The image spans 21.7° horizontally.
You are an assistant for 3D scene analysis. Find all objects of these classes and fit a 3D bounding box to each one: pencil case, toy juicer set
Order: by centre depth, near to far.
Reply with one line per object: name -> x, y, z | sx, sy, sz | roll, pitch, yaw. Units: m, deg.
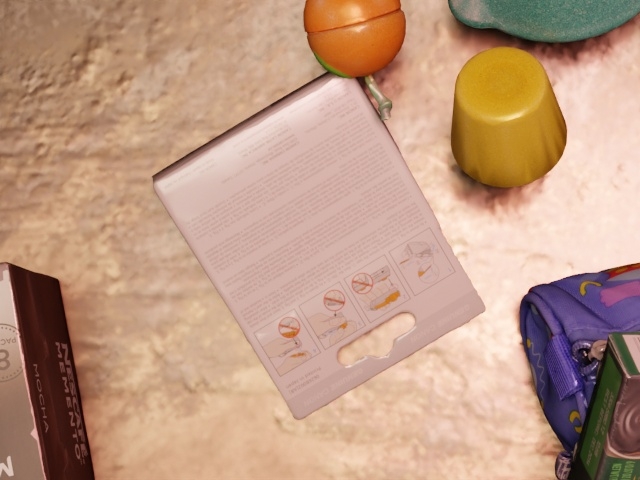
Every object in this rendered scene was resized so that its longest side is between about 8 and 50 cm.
pencil case -> 0.265, 0.042, 0.976 | 0.306, 0.133, 0.119 | -18, 78, 2
toy juicer set -> 0.118, -0.198, 1.041 | 0.209, 0.089, 0.329 | 25, 70, 23

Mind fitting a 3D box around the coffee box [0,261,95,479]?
coffee box -> -0.299, 0.126, 1.016 | 0.297, 0.119, 0.168 | -11, 83, 3

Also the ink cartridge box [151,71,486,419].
ink cartridge box -> 0.000, 0.000, 1.055 | 0.145, 0.045, 0.179 | -31, 102, 0

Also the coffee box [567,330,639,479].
coffee box -> 0.236, 0.102, 0.911 | 0.184, 0.040, 0.113 | 1, 125, -13
